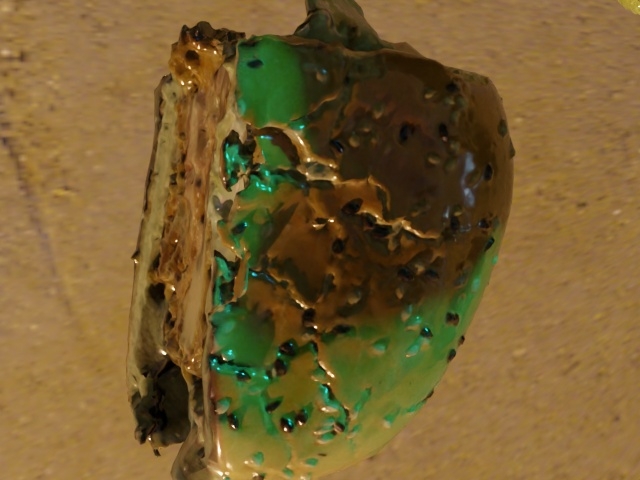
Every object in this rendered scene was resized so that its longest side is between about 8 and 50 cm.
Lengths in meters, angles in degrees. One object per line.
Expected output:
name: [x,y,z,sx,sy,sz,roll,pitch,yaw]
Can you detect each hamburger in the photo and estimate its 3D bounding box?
hamburger: [0.000,0.000,0.976,0.192,0.167,0.288,2,104,-14]

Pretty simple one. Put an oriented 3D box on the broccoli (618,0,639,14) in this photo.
broccoli: [0.229,-0.163,0.871,0.254,0.302,0.186,24,105,25]
